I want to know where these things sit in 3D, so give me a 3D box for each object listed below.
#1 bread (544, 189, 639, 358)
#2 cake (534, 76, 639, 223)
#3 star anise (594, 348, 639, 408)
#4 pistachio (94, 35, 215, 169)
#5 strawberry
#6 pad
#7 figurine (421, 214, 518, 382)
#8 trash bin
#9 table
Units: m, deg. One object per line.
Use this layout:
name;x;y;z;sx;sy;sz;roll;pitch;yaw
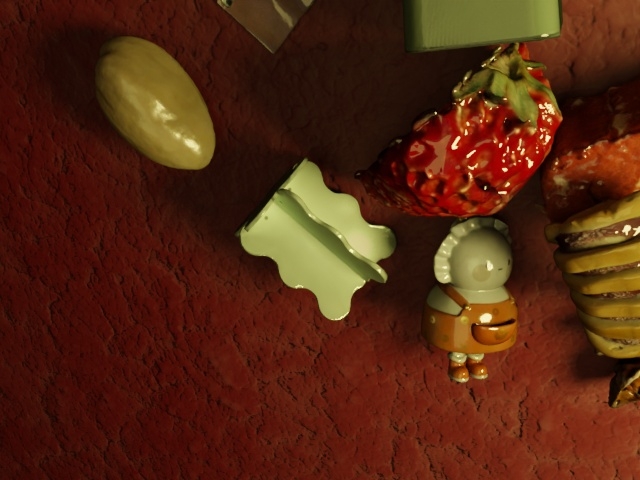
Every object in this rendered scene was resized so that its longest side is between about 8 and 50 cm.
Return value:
bread;0.346;0.044;0.807;0.134;0.081;0.225;-14;125;32
cake;0.398;-0.090;0.837;0.283;0.150;0.177;-18;119;25
star anise;0.479;0.131;0.934;0.220;0.099;0.214;-14;121;20
pistachio;-0.243;-0.197;1.040;0.136;0.136;0.226;-35;103;29
strawberry;0.165;-0.097;0.851;0.150;0.253;0.280;48;121;0
pad;-0.050;-0.362;0.961;0.113;0.006;0.187;43;118;0
figurine;0.210;0.063;0.989;0.143;0.143;0.271;-6;90;22
trash bin;0.166;-0.387;0.750;0.158;0.223;0.343;-2;110;21
table;0.000;0.000;1.022;0.198;0.166;0.166;41;120;-10
